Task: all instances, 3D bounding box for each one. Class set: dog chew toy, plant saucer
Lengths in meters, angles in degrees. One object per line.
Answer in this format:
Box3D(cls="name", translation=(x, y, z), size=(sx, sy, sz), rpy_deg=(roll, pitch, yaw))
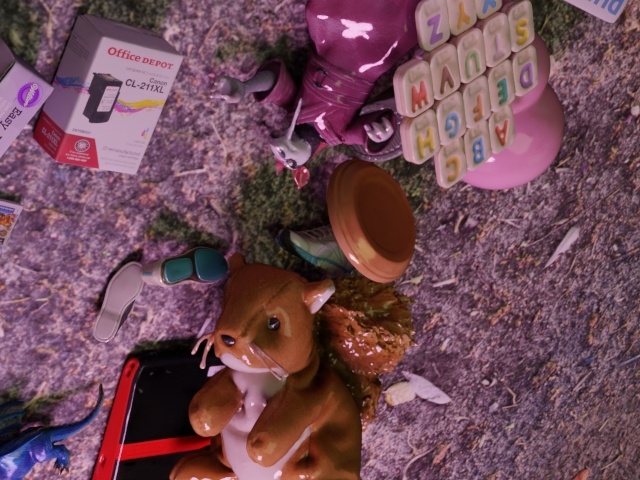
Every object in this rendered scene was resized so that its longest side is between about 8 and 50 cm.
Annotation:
Box3D(cls="dog chew toy", translation=(0.261, -0.245, 1.920), size=(0.206, 0.206, 0.332), rpy_deg=(-28, 126, -22))
Box3D(cls="plant saucer", translation=(0.087, -0.035, 1.937), size=(0.037, 0.200, 0.200), rpy_deg=(-21, 153, 35))

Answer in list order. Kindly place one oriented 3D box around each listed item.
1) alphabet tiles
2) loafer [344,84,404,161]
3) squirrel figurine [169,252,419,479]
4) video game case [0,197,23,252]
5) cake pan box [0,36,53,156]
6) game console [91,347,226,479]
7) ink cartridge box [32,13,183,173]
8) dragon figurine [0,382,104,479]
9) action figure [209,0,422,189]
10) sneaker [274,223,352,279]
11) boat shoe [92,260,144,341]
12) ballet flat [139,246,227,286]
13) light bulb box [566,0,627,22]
Box3D(cls="alphabet tiles", translation=(0.205, -0.222, 1.722), size=(0.284, 0.021, 0.278), rpy_deg=(-34, 128, -34))
Box3D(cls="loafer", translation=(0.137, -0.193, 1.857), size=(0.094, 0.251, 0.087), rpy_deg=(59, 38, -11))
Box3D(cls="squirrel figurine", translation=(-0.039, 0.181, 1.923), size=(0.397, 0.281, 0.371), rpy_deg=(-32, 126, -42))
Box3D(cls="video game case", translation=(-0.447, -0.003, 1.628), size=(0.087, 0.011, 0.122), rpy_deg=(15, 109, -45))
Box3D(cls="cake pan box", translation=(-0.474, -0.152, 1.454), size=(0.267, 0.070, 0.245), rpy_deg=(-50, 141, 1))
Box3D(cls="game console", translation=(-0.187, 0.321, 2.069), size=(0.386, 0.060, 0.342), rpy_deg=(-1, 115, -41))
Box3D(cls="ink cartridge box", translation=(-0.269, -0.183, 1.597), size=(0.127, 0.072, 0.175), rpy_deg=(7, 115, -43))
Box3D(cls="dragon figurine", translation=(-0.434, 0.291, 1.804), size=(0.289, 0.085, 0.144), rpy_deg=(-37, 138, -11))
Box3D(cls="action figure", translation=(0.021, -0.247, 1.763), size=(0.370, 0.248, 0.276), rpy_deg=(-61, 177, 27))
Box3D(cls="sneaker", translation=(0.000, 0.000, 1.977), size=(0.190, 0.071, 0.083), rpy_deg=(25, 96, -56))
Box3D(cls="boat shoe", translation=(-0.288, 0.088, 1.812), size=(0.038, 0.046, 0.125), rpy_deg=(-84, -164, -89))
Box3D(cls="ballet flat", translation=(-0.201, 0.038, 1.838), size=(0.168, 0.052, 0.057), rpy_deg=(-1, 87, -60))
Box3D(cls="light bulb box", translation=(0.203, -0.478, 1.560), size=(0.358, 0.361, 0.225), rpy_deg=(12, 111, -45))
